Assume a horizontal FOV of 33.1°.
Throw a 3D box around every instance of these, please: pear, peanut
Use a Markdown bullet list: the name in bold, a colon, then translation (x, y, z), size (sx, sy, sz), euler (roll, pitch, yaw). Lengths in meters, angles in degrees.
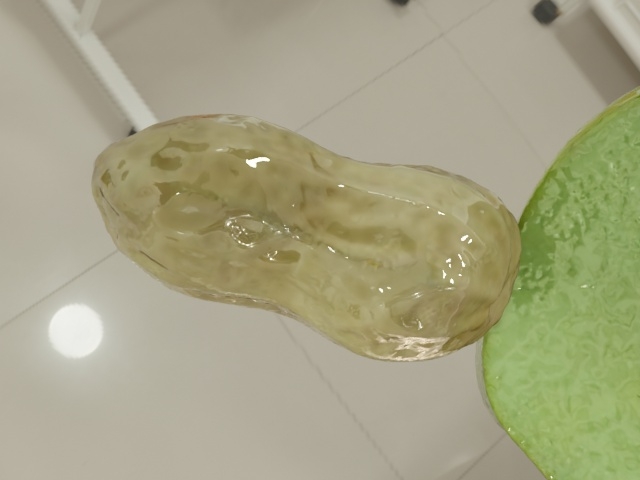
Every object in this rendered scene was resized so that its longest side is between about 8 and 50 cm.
- **pear**: translation (0.227, 0.057, 0.699), size (0.292, 0.292, 0.159), euler (58, 28, 4)
- **peanut**: translation (0.000, 0.000, 0.601), size (0.257, 0.123, 0.123), euler (15, 68, -21)
